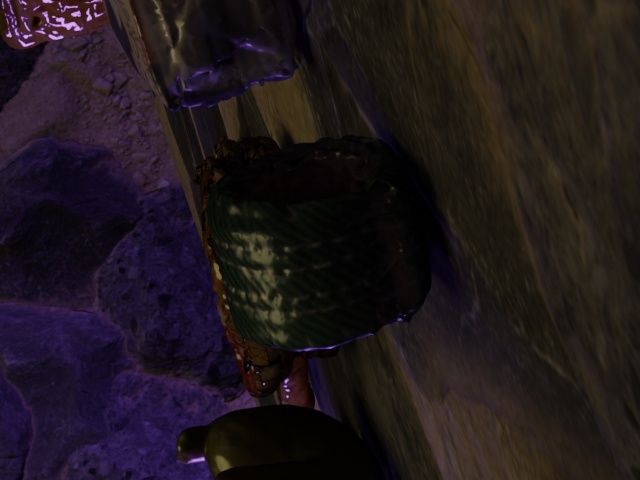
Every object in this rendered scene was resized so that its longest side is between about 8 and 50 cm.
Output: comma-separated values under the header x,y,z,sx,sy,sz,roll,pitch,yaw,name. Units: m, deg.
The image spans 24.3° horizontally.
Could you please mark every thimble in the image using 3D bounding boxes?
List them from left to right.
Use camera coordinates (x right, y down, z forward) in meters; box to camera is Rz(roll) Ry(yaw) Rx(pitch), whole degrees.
x,y,z,sx,sy,sz,roll,pitch,yaw,name
-0.002,0.000,0.846,0.135,0.119,0.090,-127,20,-69,thimble

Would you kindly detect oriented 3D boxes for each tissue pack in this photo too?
x,y,z,sx,sy,sz,roll,pitch,yaw,name
-0.124,-0.247,1.153,0.343,0.125,0.242,-128,22,-70,tissue pack

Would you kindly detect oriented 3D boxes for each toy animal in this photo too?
x,y,z,sx,sy,sz,roll,pitch,yaw,name
-0.005,0.271,1.283,0.363,0.180,0.181,-128,26,-65,toy animal

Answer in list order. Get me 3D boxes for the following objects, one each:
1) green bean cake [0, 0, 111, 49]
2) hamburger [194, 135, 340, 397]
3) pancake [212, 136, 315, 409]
x,y,z,sx,sy,sz,roll,pitch,yaw,name
-0.250,-0.322,1.563,0.229,0.224,0.131,88,163,-54,green bean cake
-0.048,0.022,1.320,0.231,0.107,0.230,162,90,-87,hamburger
-0.061,0.052,1.710,0.197,0.054,0.376,-121,18,-57,pancake
